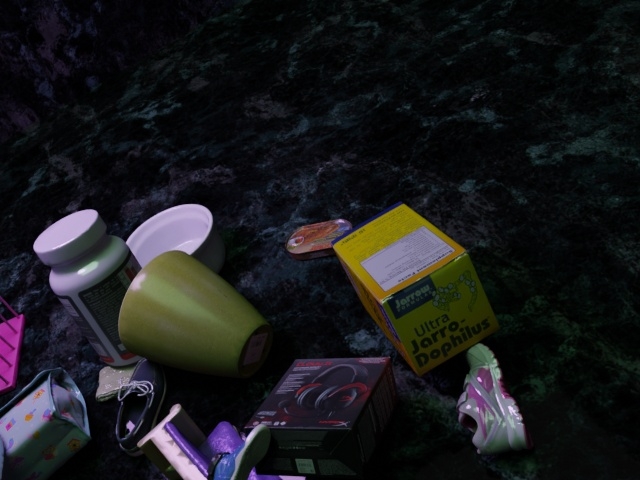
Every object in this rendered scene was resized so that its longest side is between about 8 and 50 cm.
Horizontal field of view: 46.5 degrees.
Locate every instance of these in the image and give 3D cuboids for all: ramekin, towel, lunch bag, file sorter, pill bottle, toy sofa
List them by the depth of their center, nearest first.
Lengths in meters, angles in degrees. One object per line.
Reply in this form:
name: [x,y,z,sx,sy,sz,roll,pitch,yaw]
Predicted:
toy sofa: [-0.186,0.465,1.459,0.177,0.150,0.362,-42,41,-17]
lunch bag: [-0.681,0.436,1.771,0.223,0.160,0.262,-42,34,-3]
pill bottle: [-0.539,0.118,1.862,0.210,0.363,0.210,-19,29,11]
towel: [-0.494,0.341,1.875,0.148,0.027,0.110,-21,38,8]
ramekin: [-0.398,0.038,2.071,0.277,0.135,0.277,-15,38,13]
file sorter: [-0.979,0.296,2.082,0.202,0.182,0.291,-24,38,4]

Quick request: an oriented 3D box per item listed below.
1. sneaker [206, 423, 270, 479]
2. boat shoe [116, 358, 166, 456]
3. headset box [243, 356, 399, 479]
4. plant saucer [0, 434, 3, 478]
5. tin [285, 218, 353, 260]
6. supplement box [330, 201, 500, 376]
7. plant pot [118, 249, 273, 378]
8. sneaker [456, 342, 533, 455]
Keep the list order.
sneaker: [-0.153,0.387,1.336,0.084,0.058,0.152,23,87,44]
boat shoe: [-0.427,0.374,1.746,0.095,0.079,0.254,-7,46,15]
headset box: [0.016,0.330,1.457,0.218,0.110,0.293,-5,18,24]
plant saucer: [-0.801,0.557,1.629,0.317,0.043,0.318,-25,49,32]
tin: [0.000,0.000,1.968,0.189,0.040,0.106,-10,37,21]
supplement box: [0.187,0.088,1.570,0.194,0.195,0.356,-30,23,-4]
plant pot: [-0.268,0.200,1.744,0.293,0.275,0.275,22,58,26]
sneaker: [0.303,0.296,1.403,0.111,0.103,0.252,-23,35,8]
